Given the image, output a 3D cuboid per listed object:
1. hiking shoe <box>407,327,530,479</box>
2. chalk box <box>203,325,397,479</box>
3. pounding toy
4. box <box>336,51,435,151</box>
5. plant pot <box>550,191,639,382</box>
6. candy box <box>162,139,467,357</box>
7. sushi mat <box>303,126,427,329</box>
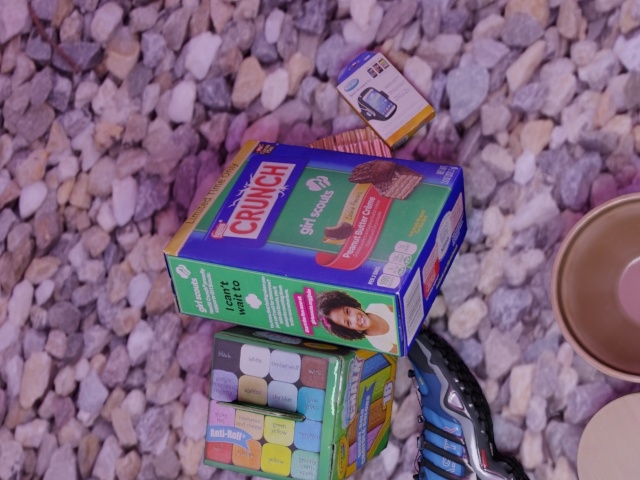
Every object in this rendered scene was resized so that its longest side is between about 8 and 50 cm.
[{"bbox_3d":[0.164,0.262,1.770,0.132,0.113,0.304,-30,75,14],"label":"hiking shoe"},{"bbox_3d":[-0.033,0.204,1.741,0.180,0.289,0.179,9,100,22],"label":"chalk box"},{"bbox_3d":[0.420,0.298,1.683,0.183,0.110,0.236,6,95,26],"label":"pounding toy"},{"bbox_3d":[0.086,-0.198,1.884,0.081,0.028,0.136,-39,70,-3],"label":"box"},{"bbox_3d":[0.416,0.062,1.700,0.237,0.110,0.237,-2,83,21],"label":"plant pot"},{"bbox_3d":[0.000,0.000,1.756,0.317,0.268,0.122,8,130,21],"label":"candy box"},{"bbox_3d":[0.051,0.004,1.889,0.151,0.019,0.316,-14,79,20],"label":"sushi mat"}]
